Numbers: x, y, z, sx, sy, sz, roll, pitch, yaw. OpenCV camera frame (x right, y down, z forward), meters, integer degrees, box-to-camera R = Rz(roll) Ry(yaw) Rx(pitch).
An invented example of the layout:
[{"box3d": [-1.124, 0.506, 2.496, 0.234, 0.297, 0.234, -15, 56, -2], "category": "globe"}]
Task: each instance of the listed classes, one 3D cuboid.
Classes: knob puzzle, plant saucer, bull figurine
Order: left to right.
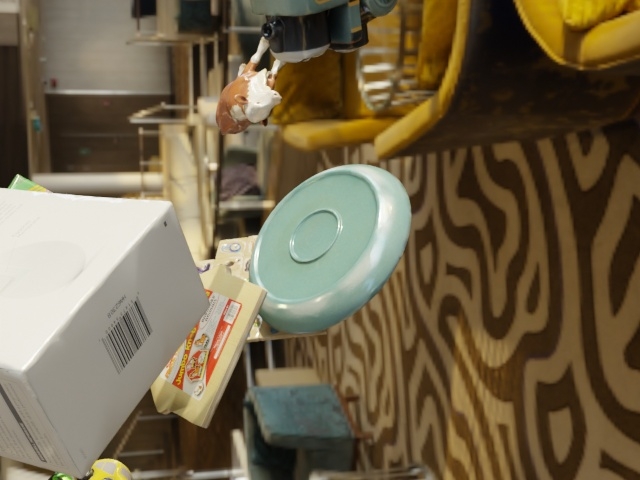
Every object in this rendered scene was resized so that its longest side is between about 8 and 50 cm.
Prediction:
[{"box3d": [-0.146, 0.122, 1.076, 0.213, 0.030, 0.213, -28, 48, 37], "category": "knob puzzle"}, {"box3d": [-0.151, -0.318, 1.917, 0.188, 0.101, 0.310, -64, 18, -15], "category": "bull figurine"}, {"box3d": [0.000, 0.000, 1.434, 0.044, 0.317, 0.317, 42, -158, -39], "category": "plant saucer"}]

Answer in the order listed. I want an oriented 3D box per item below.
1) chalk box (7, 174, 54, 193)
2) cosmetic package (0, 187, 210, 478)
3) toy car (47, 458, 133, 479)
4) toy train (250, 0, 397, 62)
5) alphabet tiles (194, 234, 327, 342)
[{"box3d": [-0.402, 0.049, 1.178, 0.132, 0.132, 0.213, -43, 21, 55], "category": "chalk box"}, {"box3d": [-0.264, 0.073, 0.824, 0.224, 0.225, 0.138, -56, -37, -42], "category": "cosmetic package"}, {"box3d": [-0.322, 0.302, 1.164, 0.239, 0.053, 0.225, 38, 143, 16], "category": "toy car"}, {"box3d": [-0.014, -0.359, 0.959, 0.142, 0.190, 0.334, 16, 123, 37], "category": "toy train"}, {"box3d": [-0.091, 0.077, 1.583, 0.285, 0.342, 0.011, -84, -16, -52], "category": "alphabet tiles"}]
